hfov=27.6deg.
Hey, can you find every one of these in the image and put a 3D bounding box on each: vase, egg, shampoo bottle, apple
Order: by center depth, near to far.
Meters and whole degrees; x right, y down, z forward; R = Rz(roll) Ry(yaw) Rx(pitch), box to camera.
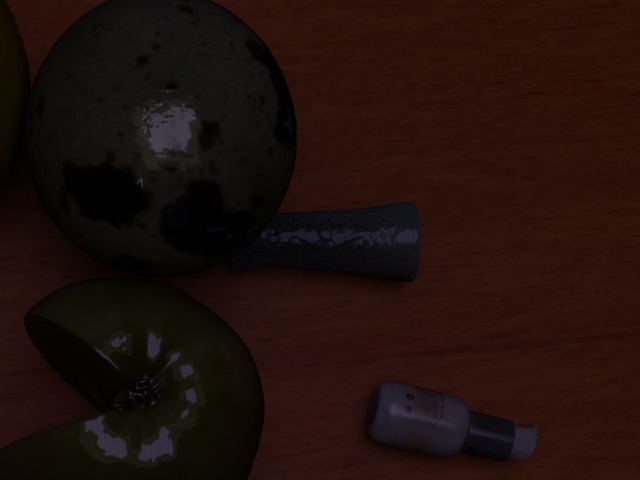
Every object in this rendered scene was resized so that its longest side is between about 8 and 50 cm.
[{"bbox_3d":[-0.199,0.178,1.321,0.291,0.254,0.292,5,72,-16],"label":"apple"},{"bbox_3d":[-0.171,-0.120,1.394,0.287,0.379,0.288,-5,115,-11],"label":"egg"},{"bbox_3d":[0.150,0.214,1.485,0.192,0.074,0.074,15,68,-9],"label":"shampoo bottle"},{"bbox_3d":[0.000,0.000,1.518,0.219,0.096,0.096,1,71,-9],"label":"vase"}]

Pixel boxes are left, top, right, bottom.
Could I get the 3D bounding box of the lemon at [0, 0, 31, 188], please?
[{"bbox_3d":[-0.462,-0.176,1.337,0.364,0.364,0.364,4,70,-12],"label":"lemon"}]
